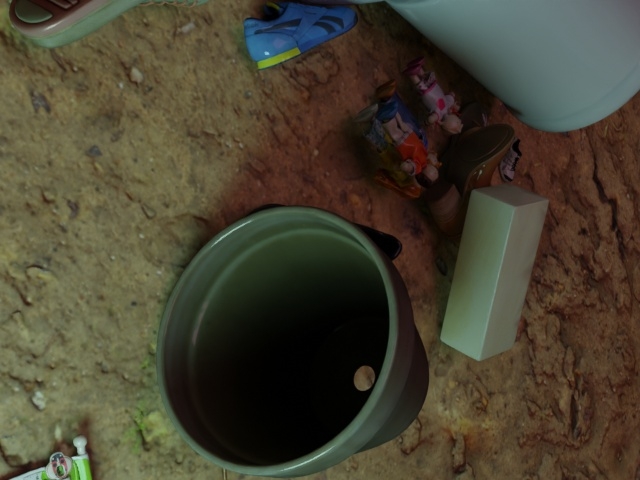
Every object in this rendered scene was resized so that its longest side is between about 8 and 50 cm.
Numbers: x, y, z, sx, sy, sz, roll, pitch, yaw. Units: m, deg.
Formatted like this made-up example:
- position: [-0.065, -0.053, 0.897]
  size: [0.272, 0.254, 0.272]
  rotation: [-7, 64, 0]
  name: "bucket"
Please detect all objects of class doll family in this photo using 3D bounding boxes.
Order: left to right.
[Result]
- position: [0.134, -0.158, 1.450]
  size: [0.163, 0.118, 0.263]
  rotation: [56, 36, -20]
  name: "doll family"

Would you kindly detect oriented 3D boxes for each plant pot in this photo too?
- position: [0.004, 0.150, 1.190]
  size: [0.280, 0.323, 0.323]
  rotation: [33, 66, -56]
  name: "plant pot"

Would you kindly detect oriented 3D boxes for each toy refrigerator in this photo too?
- position: [0.279, 0.049, 1.523]
  size: [0.102, 0.094, 0.269]
  rotation: [-13, 120, -43]
  name: "toy refrigerator"

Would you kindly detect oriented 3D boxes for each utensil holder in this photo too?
- position: [0.315, -0.401, 1.476]
  size: [0.385, 0.327, 0.327]
  rotation: [28, 70, -37]
  name: "utensil holder"

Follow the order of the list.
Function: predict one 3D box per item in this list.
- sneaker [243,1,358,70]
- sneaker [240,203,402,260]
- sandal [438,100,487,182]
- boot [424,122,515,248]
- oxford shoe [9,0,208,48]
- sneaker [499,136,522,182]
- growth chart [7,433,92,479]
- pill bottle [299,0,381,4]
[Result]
- position: [-0.025, -0.309, 1.311]
  size: [0.209, 0.069, 0.082]
  rotation: [-33, 108, -39]
  name: "sneaker"
- position: [0.000, 0.000, 1.301]
  size: [0.267, 0.106, 0.101]
  rotation: [2, 89, -43]
  name: "sneaker"
- position: [0.249, -0.158, 1.584]
  size: [0.072, 0.049, 0.180]
  rotation: [46, 60, -31]
  name: "sandal"
- position: [0.261, -0.089, 1.549]
  size: [0.197, 0.073, 0.152]
  rotation: [-43, 137, -4]
  name: "boot"
- position: [-0.183, -0.323, 1.114]
  size: [0.397, 0.140, 0.146]
  rotation: [-40, 146, -23]
  name: "oxford shoe"
- position: [0.346, -0.147, 1.686]
  size: [0.032, 0.037, 0.083]
  rotation: [-5, 94, -46]
  name: "sneaker"
- position: [-0.340, 0.337, 1.020]
  size: [0.237, 0.021, 0.172]
  rotation: [-22, 105, -42]
  name: "growth chart"
- position: [0.038, -0.524, 1.279]
  size: [0.210, 0.210, 0.363]
  rotation: [-7, 94, -44]
  name: "pill bottle"
